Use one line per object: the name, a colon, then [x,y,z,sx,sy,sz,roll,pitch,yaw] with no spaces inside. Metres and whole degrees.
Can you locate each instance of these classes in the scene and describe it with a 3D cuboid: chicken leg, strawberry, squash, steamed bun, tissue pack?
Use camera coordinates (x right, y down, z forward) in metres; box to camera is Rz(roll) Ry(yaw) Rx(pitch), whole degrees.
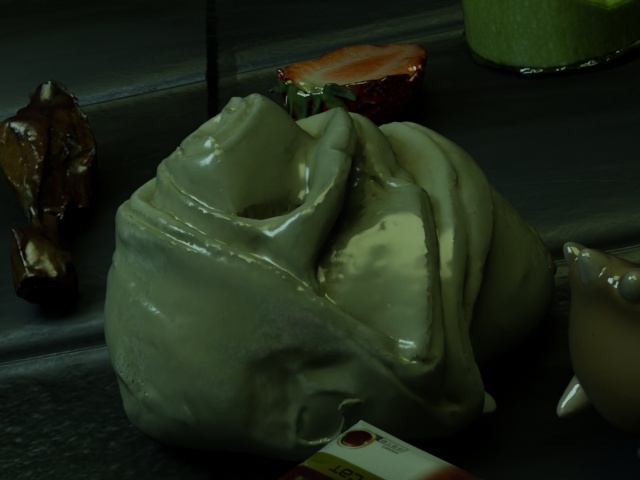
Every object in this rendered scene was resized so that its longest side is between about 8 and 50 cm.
chicken leg: [-0.262,-0.041,1.479,0.093,0.113,0.304,-29,30,14]
strawberry: [0.036,-0.152,1.585,0.146,0.082,0.187,23,39,37]
squash: [0.253,-0.270,1.665,0.220,0.133,0.220,-4,29,2]
steamed bun: [-0.004,0.006,1.192,0.324,0.219,0.310,4,35,25]
tissue pack: [0.050,0.192,0.980,0.106,0.099,0.149,-34,36,-33]

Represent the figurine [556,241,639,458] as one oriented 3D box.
figurine: [0.253,0.029,1.044,0.173,0.247,0.177,4,32,-51]
